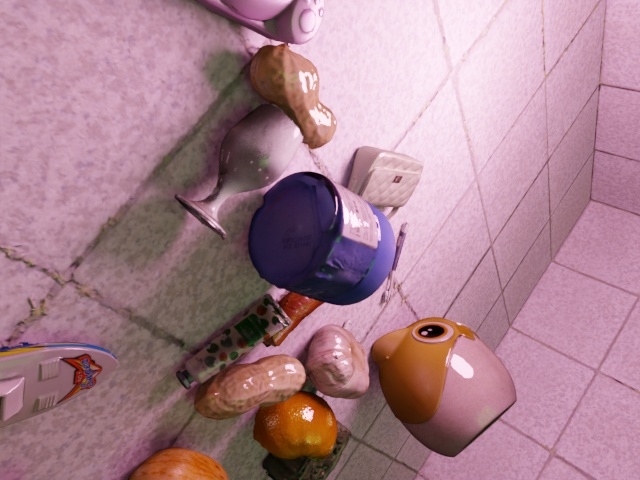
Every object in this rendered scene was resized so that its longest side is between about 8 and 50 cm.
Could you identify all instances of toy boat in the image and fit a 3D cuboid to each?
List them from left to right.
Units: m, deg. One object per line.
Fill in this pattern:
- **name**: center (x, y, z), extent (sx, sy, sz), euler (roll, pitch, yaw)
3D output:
- **toy boat**: center (-0.458, 0.221, 0.768), extent (0.295, 0.088, 0.129), euler (-5, 117, -48)

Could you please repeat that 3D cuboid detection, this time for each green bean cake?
- **green bean cake**: center (-0.030, 0.661, 1.546), extent (0.241, 0.132, 0.255), euler (-56, 144, -13)

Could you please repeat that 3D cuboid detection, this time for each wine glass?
- **wine glass**: center (-0.142, -0.128, 0.893), extent (0.241, 0.126, 0.126), euler (-51, 143, -12)

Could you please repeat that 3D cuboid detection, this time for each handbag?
- **handbag**: center (0.158, -0.128, 1.297), extent (0.256, 0.079, 0.219), euler (-2, 118, -48)

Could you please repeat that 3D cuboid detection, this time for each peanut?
- **peanut**: center (-0.167, 0.350, 1.183), extent (0.299, 0.120, 0.136), euler (-1, 133, -46)
- **peanut**: center (-0.042, -0.264, 0.941), extent (0.117, 0.101, 0.263), euler (-31, 141, 3)

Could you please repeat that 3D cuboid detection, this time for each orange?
- **orange**: center (-0.050, 0.498, 1.333), extent (0.237, 0.179, 0.158), euler (28, 117, -29)

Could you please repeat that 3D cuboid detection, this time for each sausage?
- **sausage**: center (-0.040, 0.156, 1.242), extent (0.302, 0.076, 0.102), euler (-37, 145, -28)

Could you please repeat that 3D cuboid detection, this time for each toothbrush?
- **toothbrush**: center (0.028, 0.356, 1.501), extent (0.022, 0.026, 0.262), euler (29, 87, -54)
- **toothbrush**: center (0.236, 0.074, 1.566), extent (0.026, 0.024, 0.287), euler (-5, 118, -33)

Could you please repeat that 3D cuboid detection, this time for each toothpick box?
- **toothpick box**: center (0.415, 0.474, 1.708), extent (0.409, 0.425, 0.408), euler (-31, 149, -21)

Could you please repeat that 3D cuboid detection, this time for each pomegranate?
- **pomegranate**: center (-0.305, 0.567, 1.061), extent (0.248, 0.248, 0.248), euler (-29, 133, -37)

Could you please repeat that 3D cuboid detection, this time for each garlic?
- **garlic**: center (0.015, 0.357, 1.389), extent (0.212, 0.218, 0.219), euler (-29, 150, 22)

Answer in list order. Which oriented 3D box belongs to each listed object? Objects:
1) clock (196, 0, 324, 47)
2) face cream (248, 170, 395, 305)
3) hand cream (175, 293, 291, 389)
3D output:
- **clock**: center (-0.087, -0.489, 0.732), extent (0.296, 0.113, 0.321), euler (5, 108, -51)
- **face cream**: center (0.000, 0.000, 1.047), extent (0.225, 0.249, 0.248), euler (26, 92, -49)
- **hand cream**: center (-0.194, 0.228, 1.105), extent (0.276, 0.095, 0.059), euler (-36, 171, -28)
